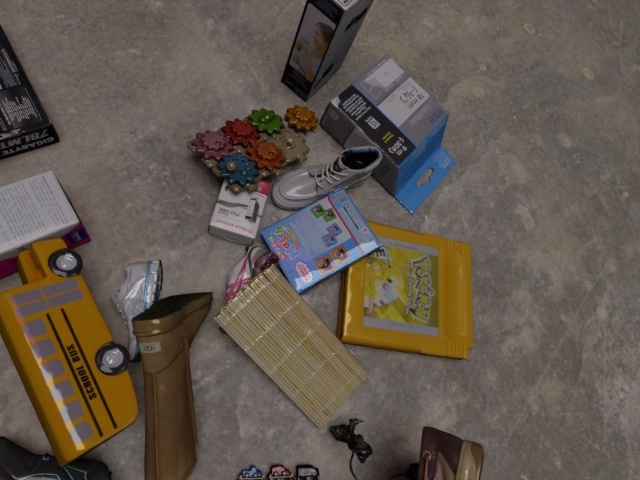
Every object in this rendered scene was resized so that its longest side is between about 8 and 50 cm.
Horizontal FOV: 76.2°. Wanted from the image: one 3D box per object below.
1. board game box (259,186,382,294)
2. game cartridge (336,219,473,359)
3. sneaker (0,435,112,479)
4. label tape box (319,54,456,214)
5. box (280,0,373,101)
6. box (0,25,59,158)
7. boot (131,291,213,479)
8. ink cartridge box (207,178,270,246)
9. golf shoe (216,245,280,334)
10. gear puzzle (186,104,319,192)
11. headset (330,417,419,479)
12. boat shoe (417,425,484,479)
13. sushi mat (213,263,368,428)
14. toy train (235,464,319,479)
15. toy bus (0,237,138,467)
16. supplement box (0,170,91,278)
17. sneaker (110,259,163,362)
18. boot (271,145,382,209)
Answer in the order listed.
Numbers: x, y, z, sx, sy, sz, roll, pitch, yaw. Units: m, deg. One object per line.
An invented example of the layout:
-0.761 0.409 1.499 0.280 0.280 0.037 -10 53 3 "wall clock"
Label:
0.000 0.000 0.880 0.211 0.039 0.160 -28 75 -13 "board game box"
0.204 0.111 0.938 0.323 0.053 0.286 11 69 -13 "game cartridge"
-0.401 0.386 0.635 0.267 0.101 0.106 41 43 -1 "sneaker"
0.201 -0.271 1.035 0.333 0.106 0.241 44 65 0 "label tape box"
0.019 -0.480 0.942 0.087 0.290 0.169 40 66 -3 "box"
-0.703 -0.273 0.751 0.293 0.073 0.296 -29 84 -24 "box"
-0.246 0.239 0.707 0.089 0.236 0.270 -3 96 9 "boot"
-0.172 -0.068 0.869 0.099 0.056 0.136 17 67 -13 "ink cartridge box"
-0.158 0.098 0.823 0.085 0.067 0.186 20 71 30 "golf shoe"
-0.114 -0.235 0.920 0.175 0.044 0.339 44 52 11 "gear puzzle"
0.166 0.512 0.769 0.243 0.185 0.394 -40 103 -21 "headset"
0.151 0.468 0.632 0.123 0.123 0.342 16 75 23 "boat shoe"
-0.048 0.207 0.796 0.151 0.019 0.317 -44 103 -19 "sushi mat"
-0.077 0.431 0.750 0.158 0.027 0.036 6 67 -17 "toy train"
-0.411 0.166 0.654 0.130 0.108 0.333 -22 77 -45 "toy bus"
-0.537 -0.014 0.699 0.220 0.111 0.114 -30 84 -24 "supplement box"
-0.343 0.126 0.748 0.082 0.071 0.191 3 63 -11 "sneaker"
0.016 -0.153 0.923 0.258 0.123 0.095 -23 81 -24 "boot"
